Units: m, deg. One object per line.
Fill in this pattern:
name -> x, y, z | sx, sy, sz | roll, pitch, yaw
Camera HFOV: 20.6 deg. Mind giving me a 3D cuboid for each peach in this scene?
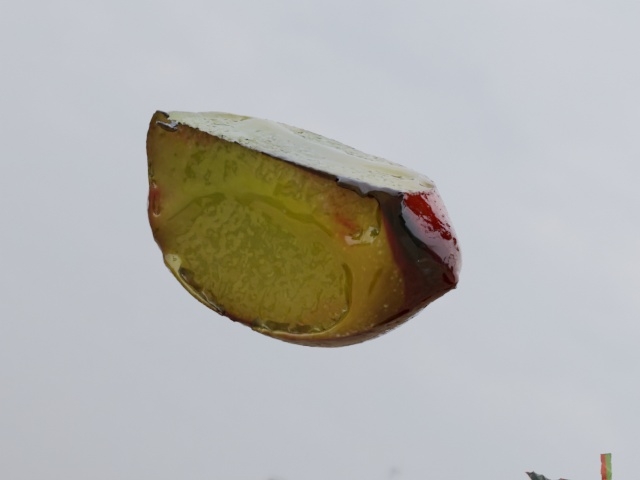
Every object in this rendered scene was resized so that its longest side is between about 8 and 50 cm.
peach -> 0.001, -0.002, 1.359 | 0.267, 0.159, 0.154 | 17, 19, 24

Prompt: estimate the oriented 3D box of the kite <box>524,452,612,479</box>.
kite -> 0.322, 0.300, 2.028 | 0.190, 0.159, 0.010 | 11, -49, 16
